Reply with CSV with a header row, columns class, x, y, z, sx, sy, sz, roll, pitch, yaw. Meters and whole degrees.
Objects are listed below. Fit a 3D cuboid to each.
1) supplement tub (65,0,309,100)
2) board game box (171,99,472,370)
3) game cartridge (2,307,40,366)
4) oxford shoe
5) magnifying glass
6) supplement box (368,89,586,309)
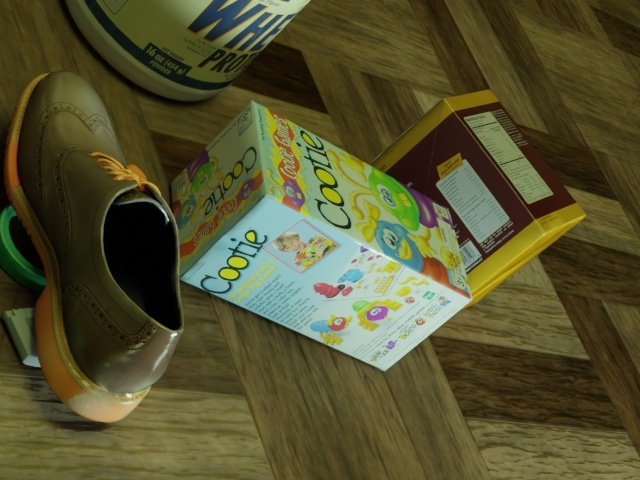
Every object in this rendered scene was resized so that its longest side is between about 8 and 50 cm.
class,x,y,z,sx,sy,sz,roll,pitch,yaw
supplement tub,-0.103,-0.333,1.568,0.235,0.325,0.235,32,35,-25
board game box,0.000,0.000,1.495,0.275,0.144,0.142,27,36,-33
game cartridge,-0.229,0.083,1.240,0.083,0.017,0.056,0,51,-51
oxford shoe,-0.182,-0.026,1.264,0.130,0.133,0.363,15,44,-41
magnifying glass,-0.227,-0.021,1.353,0.092,0.026,0.231,47,30,-2
supplement box,0.163,-0.041,1.699,0.194,0.191,0.129,55,31,11
